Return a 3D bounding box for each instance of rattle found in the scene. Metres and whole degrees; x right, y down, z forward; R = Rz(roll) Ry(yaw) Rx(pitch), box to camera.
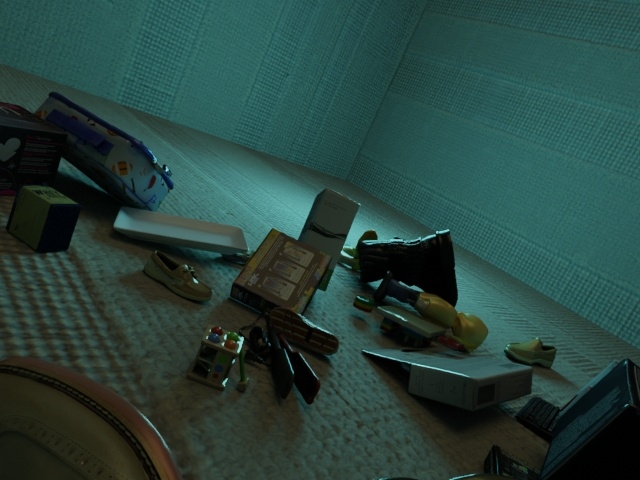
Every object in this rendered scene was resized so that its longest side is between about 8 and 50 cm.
[{"bbox_3d":[0.115,0.005,1.591,0.130,0.143,0.200,8,17,8],"label":"rattle"}]

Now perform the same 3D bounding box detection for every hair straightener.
[{"bbox_3d":[-0.077,0.166,0.789,0.089,0.047,0.230,19,14,-25],"label":"hair straightener"}]

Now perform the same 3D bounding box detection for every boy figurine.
[{"bbox_3d":[0.277,0.179,1.282,0.285,0.092,0.177,30,-5,11],"label":"boy figurine"}]

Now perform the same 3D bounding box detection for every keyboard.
[{"bbox_3d":[0.470,0.368,1.044,0.108,0.023,0.180,33,16,30],"label":"keyboard"}]

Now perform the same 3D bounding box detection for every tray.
[{"bbox_3d":[-0.292,-0.016,1.082,0.270,0.030,0.145,10,16,-18],"label":"tray"}]

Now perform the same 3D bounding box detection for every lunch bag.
[{"bbox_3d":[-0.473,-0.190,1.124,0.303,0.115,0.243,29,-17,15],"label":"lunch bag"}]

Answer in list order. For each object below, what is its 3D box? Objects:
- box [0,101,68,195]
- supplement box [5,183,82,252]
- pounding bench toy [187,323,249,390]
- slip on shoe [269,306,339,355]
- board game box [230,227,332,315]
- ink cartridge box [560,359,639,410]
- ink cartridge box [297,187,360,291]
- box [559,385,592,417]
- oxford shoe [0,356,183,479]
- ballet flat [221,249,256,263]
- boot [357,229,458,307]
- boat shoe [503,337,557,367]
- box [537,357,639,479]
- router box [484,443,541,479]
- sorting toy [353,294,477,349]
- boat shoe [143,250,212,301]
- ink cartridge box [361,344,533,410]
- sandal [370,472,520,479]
[{"bbox_3d":[-0.634,-0.181,0.937,0.163,0.142,0.247,29,13,18],"label":"box"},{"bbox_3d":[-0.451,-0.037,0.831,0.083,0.083,0.056,28,12,17],"label":"supplement box"},{"bbox_3d":[-0.125,0.159,0.688,0.083,0.065,0.052,23,13,-8],"label":"pounding bench toy"},{"bbox_3d":[-0.029,0.163,0.904,0.135,0.051,0.041,22,-18,9],"label":"slip on shoe"},{"bbox_3d":[-0.073,0.070,0.997,0.141,0.048,0.170,25,46,7],"label":"board game box"},{"bbox_3d":[0.630,0.343,1.109,0.145,0.179,0.045,18,27,-27],"label":"ink cartridge box"},{"bbox_3d":[0.000,0.000,1.154,0.086,0.209,0.153,23,-5,-8],"label":"ink cartridge box"},{"bbox_3d":[0.596,0.381,1.018,0.170,0.091,0.130,19,24,-28],"label":"box"},{"bbox_3d":[-0.152,0.209,0.300,0.397,0.141,0.146,30,21,30],"label":"oxford shoe"},{"bbox_3d":[-0.167,0.036,1.158,0.114,0.041,0.041,18,14,-26],"label":"ballet flat"},{"bbox_3d":[0.248,0.097,1.459,0.260,0.348,0.131,-11,50,9],"label":"boot"},{"bbox_3d":[0.583,0.299,1.407,0.190,0.072,0.068,15,16,-34],"label":"boat shoe"},{"bbox_3d":[0.485,0.351,0.695,0.296,0.183,0.294,45,21,23],"label":"box"},{"bbox_3d":[0.298,0.359,0.730,0.122,0.038,0.092,28,14,12],"label":"router box"},{"bbox_3d":[0.208,0.199,1.147,0.274,0.046,0.132,24,7,29],"label":"sorting toy"},{"bbox_3d":[-0.247,0.062,0.895,0.135,0.045,0.050,26,13,7],"label":"boat shoe"},{"bbox_3d":[0.249,0.259,1.001,0.238,0.060,0.275,3,-5,42],"label":"ink cartridge box"},{"bbox_3d":[0.117,0.302,0.526,0.302,0.120,0.086,15,44,-29],"label":"sandal"}]
